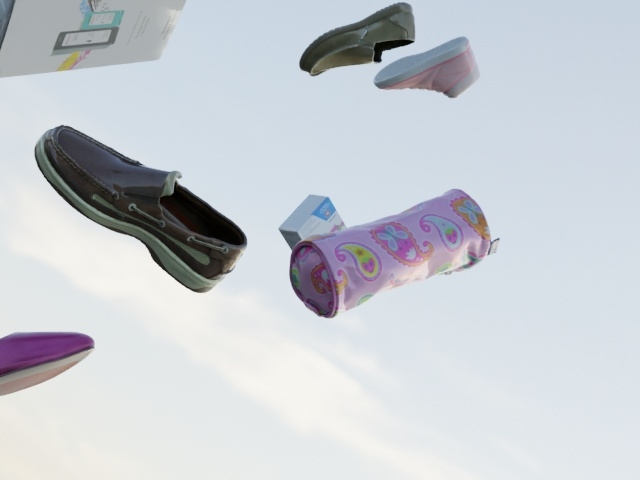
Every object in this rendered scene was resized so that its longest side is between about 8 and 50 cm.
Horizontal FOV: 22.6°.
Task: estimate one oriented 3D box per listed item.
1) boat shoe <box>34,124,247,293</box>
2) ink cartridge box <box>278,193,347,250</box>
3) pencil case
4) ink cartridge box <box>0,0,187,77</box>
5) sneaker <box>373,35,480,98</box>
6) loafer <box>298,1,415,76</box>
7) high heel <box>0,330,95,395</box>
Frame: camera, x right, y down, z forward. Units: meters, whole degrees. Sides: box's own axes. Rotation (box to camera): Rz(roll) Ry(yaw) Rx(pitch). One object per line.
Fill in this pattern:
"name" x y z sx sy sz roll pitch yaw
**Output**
"boat shoe" -0.188 -0.053 1.757 0.257 0.095 0.095 36 -54 -20
"ink cartridge box" 0.000 0.000 2.598 0.052 0.088 0.122 10 -41 48
"pencil case" 0.099 0.019 2.186 0.124 0.284 0.124 33 -49 47
"ink cartridge box" -0.356 -0.374 2.279 0.198 0.270 0.197 67 -31 22
"sneaker" 0.137 -0.200 2.007 0.134 0.051 0.070 -19 -61 22
"loafer" 0.045 -0.224 1.847 0.050 0.148 0.056 66 11 14
"high heel" -0.489 0.120 2.070 0.127 0.377 0.181 113 -37 -73
